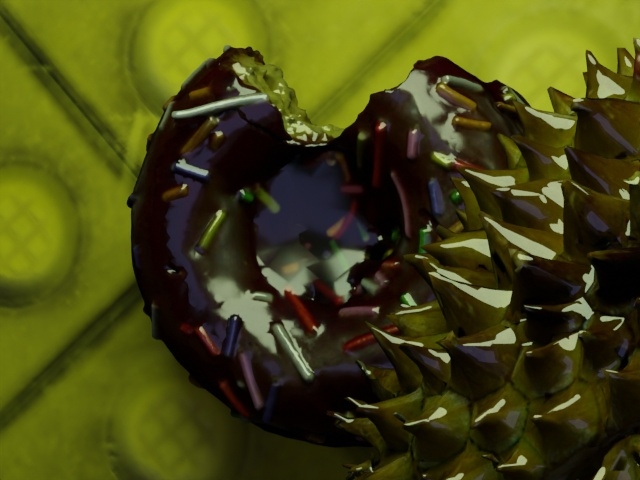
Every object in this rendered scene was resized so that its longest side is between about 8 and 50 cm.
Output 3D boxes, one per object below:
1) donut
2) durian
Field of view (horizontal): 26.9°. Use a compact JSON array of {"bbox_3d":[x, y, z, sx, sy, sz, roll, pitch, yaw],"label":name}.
[{"bbox_3d":[0.001,0.000,0.682,0.230,0.096,0.216,20,93,14],"label":"donut"},{"bbox_3d":[0.206,0.065,0.506,0.384,0.347,0.348,-36,78,38],"label":"durian"}]
